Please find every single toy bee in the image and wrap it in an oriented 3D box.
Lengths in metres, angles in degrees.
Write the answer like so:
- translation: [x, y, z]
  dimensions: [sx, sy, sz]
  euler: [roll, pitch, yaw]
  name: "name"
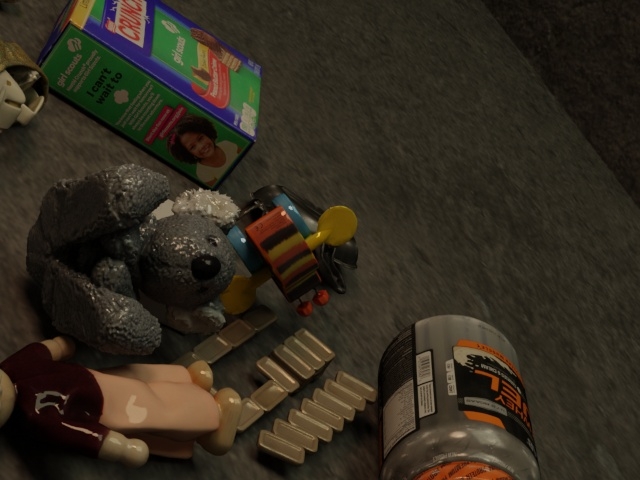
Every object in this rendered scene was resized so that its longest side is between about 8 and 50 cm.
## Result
- translation: [-0.034, 0.021, 1.573]
  dimensions: [0.162, 0.195, 0.298]
  euler: [56, 16, -8]
  name: "toy bee"

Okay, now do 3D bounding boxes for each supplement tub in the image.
- translation: [0.167, 0.249, 1.514]
  dimensions: [0.193, 0.193, 0.316]
  euler: [33, 26, -16]
  name: "supplement tub"

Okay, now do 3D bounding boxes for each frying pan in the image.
- translation: [-0.024, -0.017, 1.771]
  dimensions: [0.197, 0.053, 0.326]
  euler: [35, 7, 0]
  name: "frying pan"

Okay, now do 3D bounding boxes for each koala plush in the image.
- translation: [-0.185, 0.017, 1.342]
  dimensions: [0.221, 0.196, 0.203]
  euler: [1, 2, -41]
  name: "koala plush"

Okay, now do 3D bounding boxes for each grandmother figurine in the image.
- translation: [-0.238, 0.163, 1.208]
  dimensions: [0.342, 0.104, 0.208]
  euler: [11, 10, -42]
  name: "grandmother figurine"

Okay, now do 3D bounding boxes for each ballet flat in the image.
- translation: [-0.394, -0.179, 1.456]
  dimensions: [0.123, 0.123, 0.348]
  euler: [38, 6, -5]
  name: "ballet flat"

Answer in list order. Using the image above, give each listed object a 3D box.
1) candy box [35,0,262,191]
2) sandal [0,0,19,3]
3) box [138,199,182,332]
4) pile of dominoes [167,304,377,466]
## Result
- translation: [-0.250, -0.253, 1.845]
  dimensions: [0.317, 0.122, 0.268]
  euler: [31, 27, -18]
  name: "candy box"
- translation: [-0.461, -0.391, 1.815]
  dimensions: [0.079, 0.088, 0.240]
  euler: [35, 19, 2]
  name: "sandal"
- translation: [-0.211, 0.013, 1.489]
  dimensions: [0.170, 0.091, 0.130]
  euler: [29, 27, -23]
  name: "box"
- translation: [-0.058, 0.184, 1.502]
  dimensions: [0.196, 0.040, 0.251]
  euler: [39, 30, 12]
  name: "pile of dominoes"
